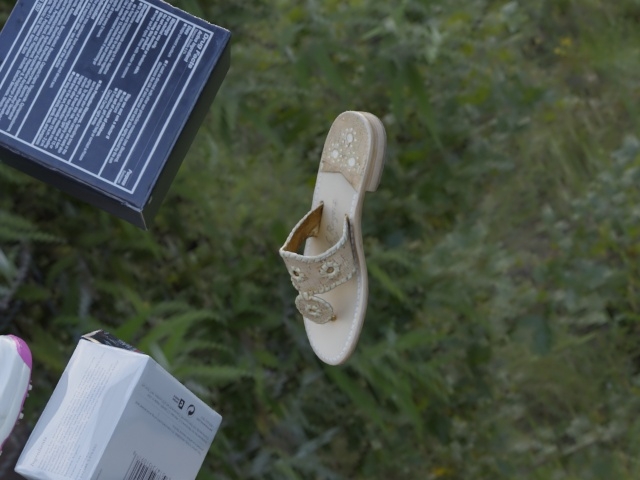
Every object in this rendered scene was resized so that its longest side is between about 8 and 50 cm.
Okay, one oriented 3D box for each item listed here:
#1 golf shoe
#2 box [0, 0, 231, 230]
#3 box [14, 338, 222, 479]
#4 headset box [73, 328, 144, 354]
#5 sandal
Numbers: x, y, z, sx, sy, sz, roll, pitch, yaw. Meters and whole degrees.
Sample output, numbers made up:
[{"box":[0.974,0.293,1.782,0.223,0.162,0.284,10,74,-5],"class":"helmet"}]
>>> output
[{"box":[-0.461,0.233,1.647,0.115,0.140,0.306,30,85,49],"class":"golf shoe"},{"box":[-0.321,-0.213,2.028,0.183,0.294,0.296,105,-169,-80],"class":"box"},{"box":[-0.240,0.244,1.684,0.119,0.181,0.182,9,64,34],"class":"box"},{"box":[-0.289,0.159,1.934,0.032,0.083,0.062,-67,-16,15],"class":"headset box"},{"box":[-0.004,-0.002,1.278,0.079,0.240,0.088,-1,15,-43],"class":"sandal"}]
